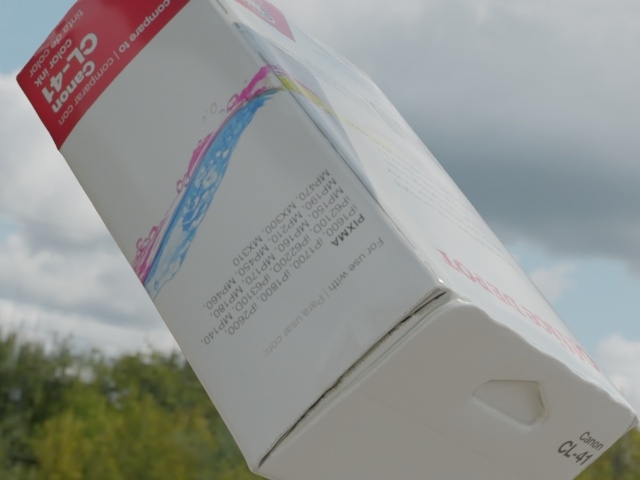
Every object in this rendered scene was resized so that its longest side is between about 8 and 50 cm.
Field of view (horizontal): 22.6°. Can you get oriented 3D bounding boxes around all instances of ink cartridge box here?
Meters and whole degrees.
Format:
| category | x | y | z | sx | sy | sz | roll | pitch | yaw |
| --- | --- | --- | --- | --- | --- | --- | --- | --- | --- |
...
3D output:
| category | x | y | z | sx | sy | sz | roll | pitch | yaw |
| --- | --- | --- | --- | --- | --- | --- | --- | --- | --- |
| ink cartridge box | 0.000 | 0.000 | 0.856 | 0.226 | 0.131 | 0.306 | 32 | 19 | -50 |
